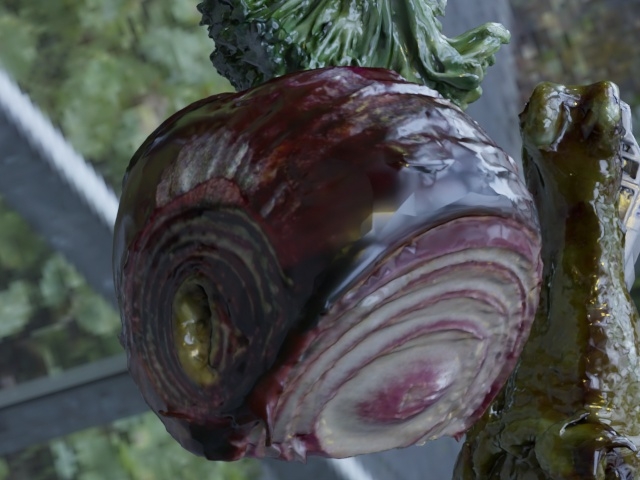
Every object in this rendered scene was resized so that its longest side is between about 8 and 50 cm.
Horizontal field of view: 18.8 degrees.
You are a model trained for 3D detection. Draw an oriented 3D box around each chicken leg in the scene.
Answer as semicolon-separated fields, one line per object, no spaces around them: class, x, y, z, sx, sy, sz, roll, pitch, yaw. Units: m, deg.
chicken leg;0.175;0.080;1.354;0.211;0.140;0.361;163;-72;-74

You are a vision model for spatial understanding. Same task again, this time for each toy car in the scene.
toy car;0.301;-0.047;2.018;0.089;0.108;0.209;58;51;-67

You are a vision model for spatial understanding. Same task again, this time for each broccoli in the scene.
broccoli;0.047;-0.176;1.338;0.198;0.275;0.177;42;30;0

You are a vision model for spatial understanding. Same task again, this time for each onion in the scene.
onion;0.002;-0.005;1.090;0.216;0.207;0.206;0;37;-45
